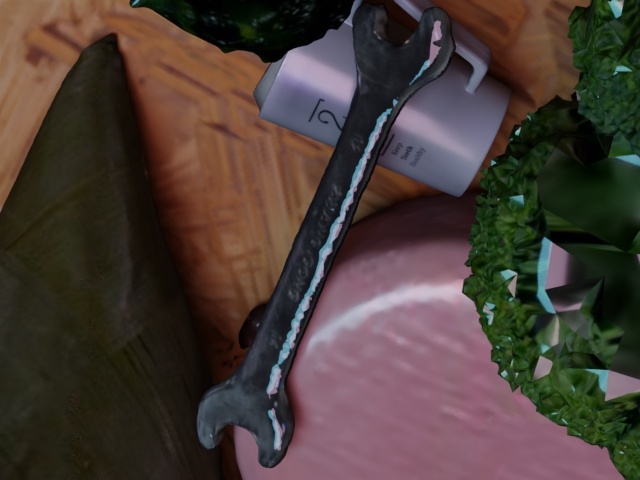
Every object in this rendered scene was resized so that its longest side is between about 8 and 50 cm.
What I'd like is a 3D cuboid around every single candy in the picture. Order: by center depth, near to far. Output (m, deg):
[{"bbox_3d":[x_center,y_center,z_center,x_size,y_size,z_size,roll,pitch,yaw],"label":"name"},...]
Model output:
[{"bbox_3d":[0.071,0.095,0.897,0.255,0.094,0.255,5,113,11],"label":"candy"}]

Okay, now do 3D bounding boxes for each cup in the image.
[{"bbox_3d":[0.035,-0.083,0.840,0.116,0.074,0.104,25,133,-2],"label":"cup"}]

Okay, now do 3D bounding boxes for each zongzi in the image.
[{"bbox_3d":[-0.161,0.131,0.825,0.174,0.356,0.393,4,111,19],"label":"zongzi"}]

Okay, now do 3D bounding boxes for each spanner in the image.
[{"bbox_3d":[0.000,0.000,0.824,0.054,0.015,0.254,30,110,22],"label":"spanner"}]

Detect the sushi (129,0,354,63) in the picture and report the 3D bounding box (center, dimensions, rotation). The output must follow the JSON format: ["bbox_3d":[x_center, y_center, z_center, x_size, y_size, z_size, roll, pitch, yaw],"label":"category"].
[{"bbox_3d":[-0.019,-0.188,0.729,0.124,0.127,0.225,17,132,9],"label":"sushi"}]

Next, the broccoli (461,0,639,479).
[{"bbox_3d":[0.252,-0.002,0.705,0.310,0.321,0.413,-19,65,54],"label":"broccoli"}]
